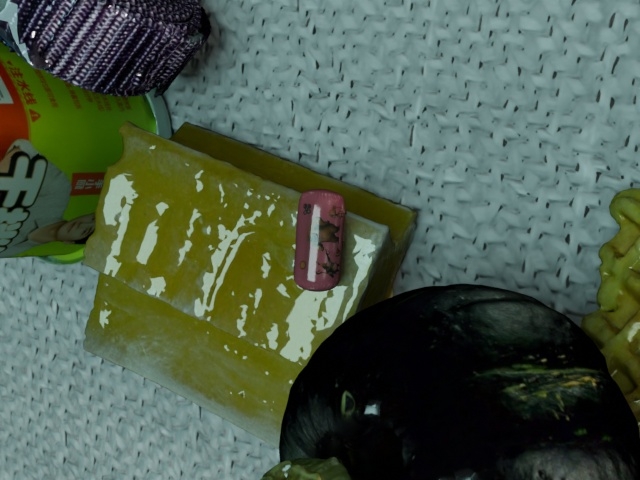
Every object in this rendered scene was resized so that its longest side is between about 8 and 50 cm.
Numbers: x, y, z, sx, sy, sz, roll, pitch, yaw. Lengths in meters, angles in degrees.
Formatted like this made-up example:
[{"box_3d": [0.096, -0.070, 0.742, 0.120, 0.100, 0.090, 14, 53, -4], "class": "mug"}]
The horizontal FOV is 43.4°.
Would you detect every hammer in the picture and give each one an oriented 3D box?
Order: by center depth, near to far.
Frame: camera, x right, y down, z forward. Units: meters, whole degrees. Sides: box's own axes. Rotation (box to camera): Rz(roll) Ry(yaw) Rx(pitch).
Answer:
[{"box_3d": [0.000, 0.000, 0.652, 0.043, 0.043, 0.083, 3, 88, 26], "class": "hammer"}]

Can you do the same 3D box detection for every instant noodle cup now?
[{"box_3d": [-0.356, -0.106, 0.798, 0.293, 0.308, 0.294, 3, 96, 27], "class": "instant noodle cup"}]

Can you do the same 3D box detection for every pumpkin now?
[{"box_3d": [0.063, 0.179, 0.561, 0.295, 0.296, 0.296, 3, 97, 26], "class": "pumpkin"}]

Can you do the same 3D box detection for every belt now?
[{"box_3d": [-0.256, -0.274, 0.754, 0.325, 0.260, 0.122, 47, 115, 4], "class": "belt"}]

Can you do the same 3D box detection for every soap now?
[{"box_3d": [-0.079, 0.045, 0.778, 0.281, 0.143, 0.259, 20, 104, 18], "class": "soap"}]

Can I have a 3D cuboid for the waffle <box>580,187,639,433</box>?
[{"box_3d": [0.310, 0.037, 0.526, 0.312, 0.060, 0.307, -30, 45, 46], "class": "waffle"}]
